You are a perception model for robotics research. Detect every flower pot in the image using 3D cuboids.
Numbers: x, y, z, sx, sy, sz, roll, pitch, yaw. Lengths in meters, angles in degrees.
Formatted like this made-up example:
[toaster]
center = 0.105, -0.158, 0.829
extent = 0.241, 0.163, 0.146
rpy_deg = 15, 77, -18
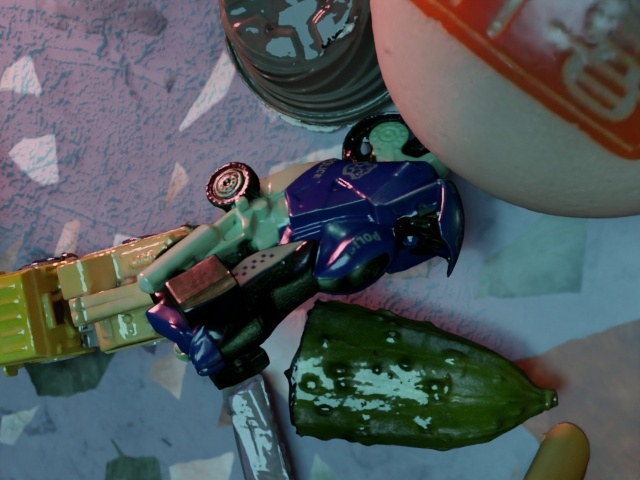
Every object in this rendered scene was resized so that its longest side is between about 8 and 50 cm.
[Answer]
[flower pot]
center = -0.008, -0.225, 0.919
extent = 0.235, 0.140, 0.235
rpy_deg = 1, 94, 19

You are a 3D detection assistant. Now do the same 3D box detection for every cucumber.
[cucumber]
center = 0.098, 0.136, 0.903
extent = 0.244, 0.134, 0.134
rpy_deg = 5, 94, 14

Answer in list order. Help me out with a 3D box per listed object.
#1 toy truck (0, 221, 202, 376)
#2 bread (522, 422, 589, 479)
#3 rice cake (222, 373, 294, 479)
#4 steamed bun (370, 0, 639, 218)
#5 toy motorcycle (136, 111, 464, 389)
[toy truck]
center = -0.232, 0.062, 0.998
extent = 0.272, 0.157, 0.124
rpy_deg = -12, 87, 19
[bread]
center = 0.219, 0.230, 0.906
extent = 0.049, 0.103, 0.062
rpy_deg = 18, 141, 29
[rice cake]
center = -0.051, 0.265, 0.999
extent = 0.055, 0.049, 0.270
rpy_deg = -15, 87, -3
[steamed bun]
center = 0.221, -0.200, 0.751
extent = 0.374, 0.241, 0.374
rpy_deg = 0, 95, 5
[toy motorcycle]
center = 0.000, 0.000, 0.869
extent = 0.331, 0.125, 0.196
rpy_deg = -33, 48, -15
